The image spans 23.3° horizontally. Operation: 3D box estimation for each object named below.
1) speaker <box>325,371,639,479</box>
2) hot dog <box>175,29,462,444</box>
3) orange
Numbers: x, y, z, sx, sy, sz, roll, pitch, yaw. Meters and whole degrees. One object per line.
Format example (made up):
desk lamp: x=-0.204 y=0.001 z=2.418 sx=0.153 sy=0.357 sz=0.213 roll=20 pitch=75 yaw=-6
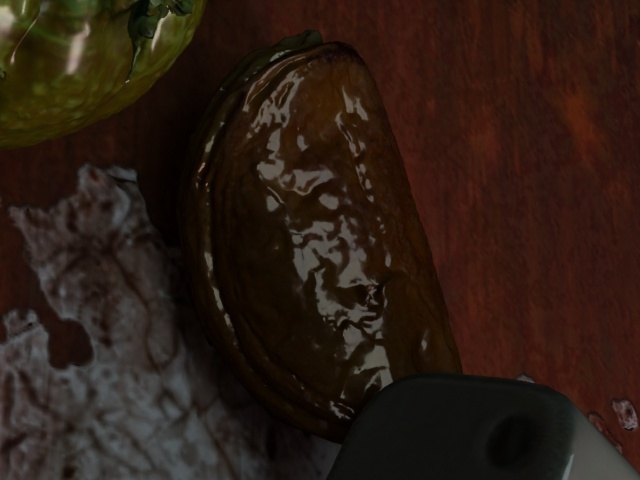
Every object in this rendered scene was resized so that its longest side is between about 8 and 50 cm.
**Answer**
speaker: x=0.068 y=0.295 z=0.888 sx=0.184 sy=0.183 sz=0.406 roll=41 pitch=65 yaw=-35
hot dog: x=0.000 y=0.000 z=1.048 sx=0.196 sy=0.122 sz=0.272 roll=-19 pitch=88 yaw=-48
orange: x=-0.209 y=-0.186 z=0.868 sx=0.301 sy=0.223 sz=0.300 roll=37 pitch=36 yaw=-26
